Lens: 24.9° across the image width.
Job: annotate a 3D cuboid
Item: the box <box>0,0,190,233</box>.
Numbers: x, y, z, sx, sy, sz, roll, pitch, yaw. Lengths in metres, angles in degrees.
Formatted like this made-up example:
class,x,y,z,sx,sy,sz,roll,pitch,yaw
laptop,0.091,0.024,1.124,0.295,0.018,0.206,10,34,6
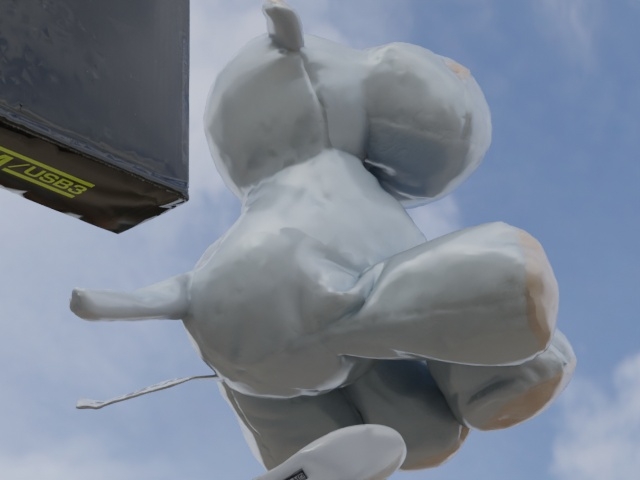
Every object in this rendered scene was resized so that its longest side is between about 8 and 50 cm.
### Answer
class,x,y,z,sx,sy,sz,roll,pitch,yaw
box,-0.121,-0.117,0.467,0.184,0.190,0.045,23,-35,-40

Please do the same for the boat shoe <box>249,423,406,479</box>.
class,x,y,z,sx,sy,sz,roll,pitch,yaw
boat shoe,-0.002,0.127,0.729,0.100,0.035,0.035,-27,-39,-11

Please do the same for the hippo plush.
class,x,y,z,sx,sy,sz,roll,pitch,yaw
hippo plush,0.000,0.000,0.887,0.294,0.236,0.234,0,-34,-8
